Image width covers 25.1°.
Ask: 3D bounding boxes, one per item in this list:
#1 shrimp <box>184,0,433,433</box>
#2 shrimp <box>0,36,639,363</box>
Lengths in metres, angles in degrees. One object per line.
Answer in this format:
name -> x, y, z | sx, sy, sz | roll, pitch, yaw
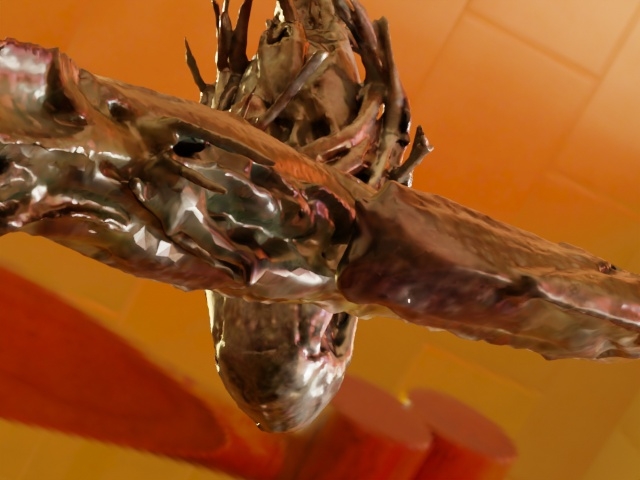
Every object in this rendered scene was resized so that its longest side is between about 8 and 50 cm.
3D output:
shrimp -> 0.005, -0.065, 0.908 | 0.172, 0.372, 0.137 | 0, -7, 22
shrimp -> 0.000, 0.000, 0.596 | 0.445, 0.085, 0.272 | 18, -2, -44
